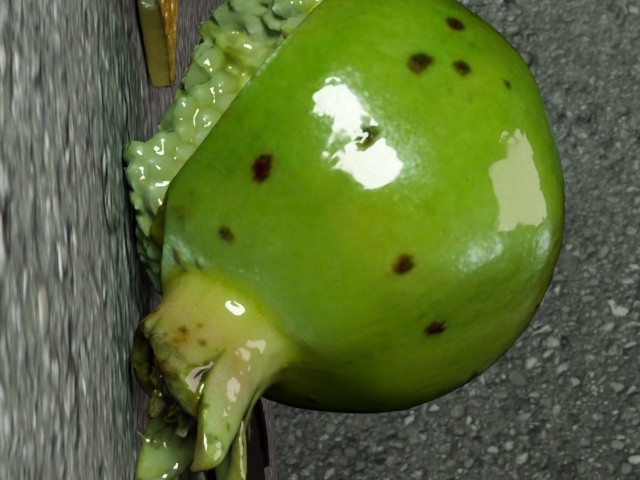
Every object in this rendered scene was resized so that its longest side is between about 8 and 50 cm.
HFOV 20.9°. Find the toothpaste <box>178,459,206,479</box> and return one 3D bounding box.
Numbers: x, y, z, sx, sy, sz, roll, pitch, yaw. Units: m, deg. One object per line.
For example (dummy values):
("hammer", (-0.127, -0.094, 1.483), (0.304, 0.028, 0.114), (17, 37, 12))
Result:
("toothpaste", (-0.060, 0.278, 0.908), (0.392, 0.061, 0.098), (-95, -179, -50))

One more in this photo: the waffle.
("waffle", (-0.105, -0.176, 1.131), (0.092, 0.021, 0.135), (86, 1, -57))

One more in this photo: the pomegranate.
("pomegranate", (0.000, 0.000, 0.965), (0.340, 0.260, 0.260), (-60, 163, -27))

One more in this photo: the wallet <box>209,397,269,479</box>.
("wallet", (-0.073, 0.148, 1.484), (0.321, 0.044, 0.170), (86, 3, -57))
